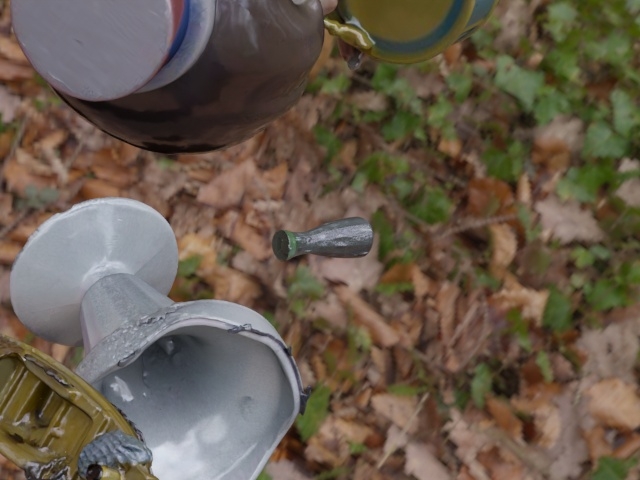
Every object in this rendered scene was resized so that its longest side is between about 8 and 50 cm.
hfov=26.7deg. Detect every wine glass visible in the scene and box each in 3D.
[{"bbox_3d":[-0.122,0.074,0.914,0.165,0.165,0.196,-11,33,-24],"label":"wine glass"}]

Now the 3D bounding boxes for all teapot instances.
[{"bbox_3d":[0.000,0.000,1.322,0.111,0.043,0.043,-5,58,-42],"label":"teapot"}]

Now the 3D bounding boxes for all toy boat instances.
[{"bbox_3d":[-0.123,0.076,0.579,0.149,0.049,0.047,30,89,31],"label":"toy boat"}]

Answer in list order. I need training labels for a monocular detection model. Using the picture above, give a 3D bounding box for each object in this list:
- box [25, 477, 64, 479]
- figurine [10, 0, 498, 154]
[{"bbox_3d":[-0.070,0.179,0.402,0.153,0.252,0.188,6,93,8],"label":"box"},{"bbox_3d":[-0.037,-0.120,0.619,0.158,0.161,0.275,32,41,22],"label":"figurine"}]
